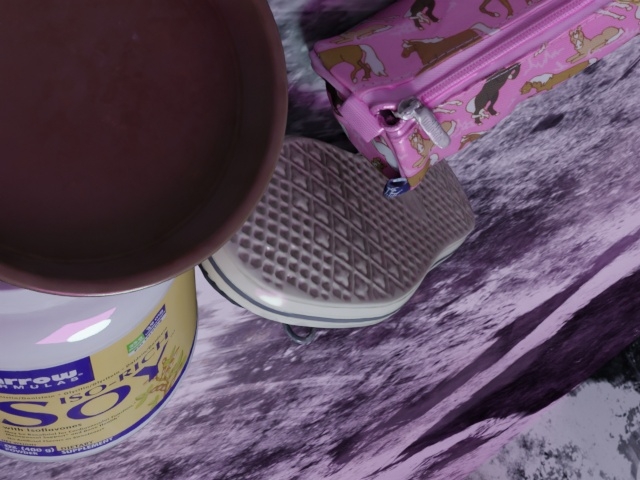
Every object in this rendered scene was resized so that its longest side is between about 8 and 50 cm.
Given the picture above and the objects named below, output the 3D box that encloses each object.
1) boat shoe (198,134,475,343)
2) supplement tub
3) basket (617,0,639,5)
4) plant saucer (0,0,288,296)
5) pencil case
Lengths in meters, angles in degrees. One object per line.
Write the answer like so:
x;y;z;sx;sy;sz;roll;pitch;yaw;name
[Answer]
0.000;0.000;1.474;0.156;0.187;0.500;-30;176;22;boat shoe
-0.213;0.010;1.180;0.241;0.241;0.331;-25;159;-13;supplement tub
0.124;-0.261;0.812;0.299;0.213;0.223;3;117;-34;basket
-0.154;-0.100;0.989;0.277;0.278;0.041;-21;180;-24;plant saucer
0.185;-0.196;1.354;0.386;0.167;0.160;-31;146;0;pencil case
